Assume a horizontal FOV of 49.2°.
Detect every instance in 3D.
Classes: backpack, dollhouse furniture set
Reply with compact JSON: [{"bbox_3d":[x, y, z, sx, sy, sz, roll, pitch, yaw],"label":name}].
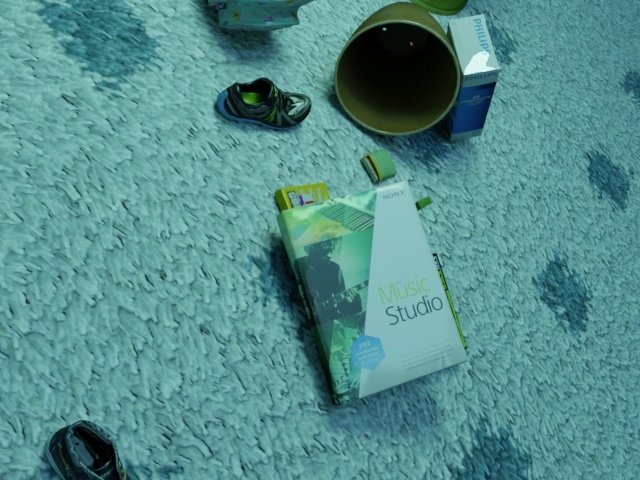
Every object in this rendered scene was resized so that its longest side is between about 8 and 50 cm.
[{"bbox_3d":[-0.100,-0.449,1.249,0.165,0.188,0.145,-17,104,-42],"label":"backpack"},{"bbox_3d":[0.148,-0.120,1.360,0.076,0.058,0.152,-26,85,-43],"label":"dollhouse furniture set"}]

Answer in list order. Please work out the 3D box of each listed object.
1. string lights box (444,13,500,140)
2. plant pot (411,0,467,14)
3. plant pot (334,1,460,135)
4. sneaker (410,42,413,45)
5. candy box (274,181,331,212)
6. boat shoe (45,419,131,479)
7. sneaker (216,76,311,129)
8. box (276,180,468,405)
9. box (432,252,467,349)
[{"bbox_3d":[0.305,-0.332,1.460,0.076,0.260,0.133,-10,69,1],"label":"string lights box"},{"bbox_3d":[0.343,-0.794,1.651,0.366,0.353,0.367,17,59,-31],"label":"plant pot"},{"bbox_3d":[0.159,-0.380,1.409,0.237,0.237,0.254,35,37,-19],"label":"plant pot"},{"bbox_3d":[0.276,-0.433,1.611,0.157,0.065,0.061,18,58,-29],"label":"sneaker"},{"bbox_3d":[0.000,0.000,1.208,0.105,0.027,0.206,-12,76,-44],"label":"candy box"},{"bbox_3d":[-0.253,0.295,0.827,0.183,0.083,0.065,52,48,-4],"label":"boat shoe"},{"bbox_3d":[-0.088,-0.242,1.228,0.188,0.078,0.067,-1,69,-38],"label":"sneaker"},{"bbox_3d":[0.083,0.079,1.143,0.232,0.058,0.322,-15,81,-19],"label":"box"},{"bbox_3d":[0.168,0.126,1.246,0.184,0.045,0.191,-9,78,-46],"label":"box"}]
